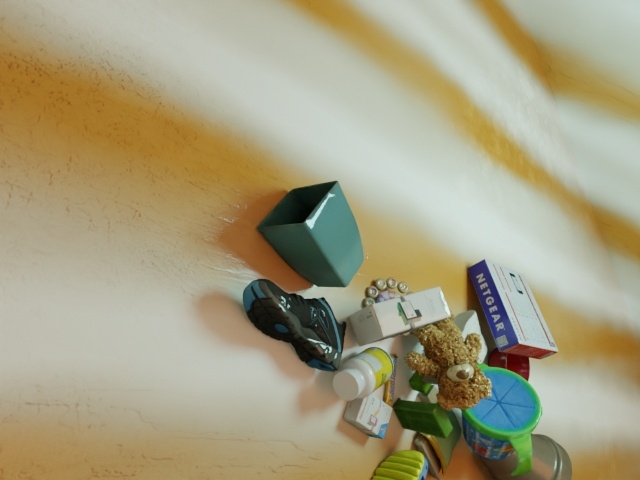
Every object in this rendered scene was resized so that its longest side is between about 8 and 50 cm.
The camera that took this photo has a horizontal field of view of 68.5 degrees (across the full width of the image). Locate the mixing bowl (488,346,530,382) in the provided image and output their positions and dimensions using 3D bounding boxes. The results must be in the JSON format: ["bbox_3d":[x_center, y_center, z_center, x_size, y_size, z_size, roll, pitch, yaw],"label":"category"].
[{"bbox_3d":[0.692,0.463,1.752,0.182,0.098,0.181,10,75,-40],"label":"mixing bowl"}]

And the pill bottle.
[{"bbox_3d":[0.110,0.348,1.222,0.184,0.103,0.103,-8,87,-57],"label":"pill bottle"}]

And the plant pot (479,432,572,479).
[{"bbox_3d":[0.663,0.742,1.598,0.229,0.263,0.263,39,56,-8],"label":"plant pot"}]

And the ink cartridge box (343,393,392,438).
[{"bbox_3d":[0.130,0.469,1.276,0.122,0.052,0.088,41,57,-27],"label":"ink cartridge box"}]

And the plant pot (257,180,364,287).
[{"bbox_3d":[0.000,0.000,1.185,0.165,0.166,0.234,-53,123,-35],"label":"plant pot"}]

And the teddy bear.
[{"bbox_3d":[0.364,0.316,1.369,0.246,0.113,0.337,14,38,-4],"label":"teddy bear"}]

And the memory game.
[{"bbox_3d":[0.213,0.195,1.384,0.187,0.012,0.186,7,66,-17],"label":"memory game"}]

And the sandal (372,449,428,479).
[{"bbox_3d":[0.192,0.709,1.247,0.317,0.126,0.138,-48,117,-28],"label":"sandal"}]

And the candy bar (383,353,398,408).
[{"bbox_3d":[0.206,0.411,1.380,0.040,0.018,0.161,24,67,-37],"label":"candy bar"}]

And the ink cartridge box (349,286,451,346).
[{"bbox_3d":[0.211,0.208,1.280,0.220,0.160,0.092,-12,73,-23],"label":"ink cartridge box"}]

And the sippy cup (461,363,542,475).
[{"bbox_3d":[0.540,0.555,1.465,0.305,0.240,0.223,-56,151,-44],"label":"sippy cup"}]

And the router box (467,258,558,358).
[{"bbox_3d":[0.712,0.255,1.744,0.301,0.082,0.335,18,47,-38],"label":"router box"}]

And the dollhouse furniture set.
[{"bbox_3d":[0.379,0.554,1.415,0.198,0.151,0.301,-39,108,-40],"label":"dollhouse furniture set"}]

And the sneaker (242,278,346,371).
[{"bbox_3d":[-0.056,0.182,1.133,0.340,0.125,0.139,50,49,-36],"label":"sneaker"}]

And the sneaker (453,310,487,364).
[{"bbox_3d":[0.472,0.369,1.567,0.293,0.108,0.169,-27,97,-43],"label":"sneaker"}]
